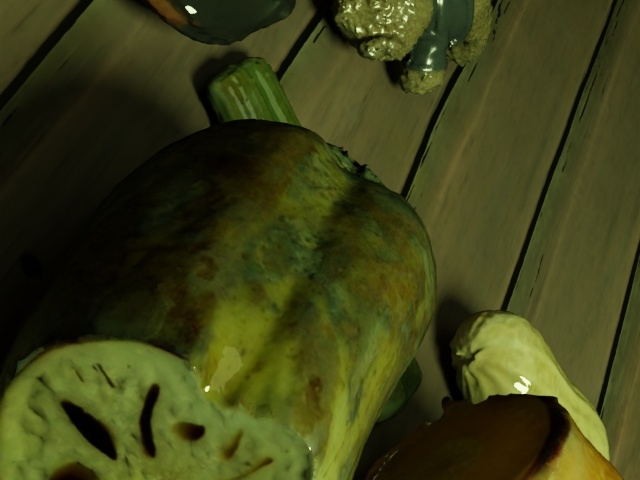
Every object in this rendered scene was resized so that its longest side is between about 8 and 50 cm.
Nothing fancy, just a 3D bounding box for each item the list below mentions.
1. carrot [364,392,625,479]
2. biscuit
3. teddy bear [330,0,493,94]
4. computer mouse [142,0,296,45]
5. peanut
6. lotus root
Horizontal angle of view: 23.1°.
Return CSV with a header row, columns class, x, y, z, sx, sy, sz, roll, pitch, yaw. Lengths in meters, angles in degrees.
class,x,y,z,sx,sy,sz,roll,pitch,yaw
carrot,0.192,0.295,1.211,0.340,0.224,0.224,57,36,-15
biscuit,0.000,0.000,1.287,0.322,0.038,0.099,63,32,-5
teddy bear,0.102,-0.239,1.477,0.251,0.129,0.182,-29,93,-56
computer mouse,-0.134,-0.293,1.204,0.323,0.116,0.183,60,34,-22
peanut,0.192,0.153,1.409,0.214,0.090,0.098,50,26,-22
lotus root,-0.055,0.061,1.008,0.250,0.250,0.346,54,36,-18
